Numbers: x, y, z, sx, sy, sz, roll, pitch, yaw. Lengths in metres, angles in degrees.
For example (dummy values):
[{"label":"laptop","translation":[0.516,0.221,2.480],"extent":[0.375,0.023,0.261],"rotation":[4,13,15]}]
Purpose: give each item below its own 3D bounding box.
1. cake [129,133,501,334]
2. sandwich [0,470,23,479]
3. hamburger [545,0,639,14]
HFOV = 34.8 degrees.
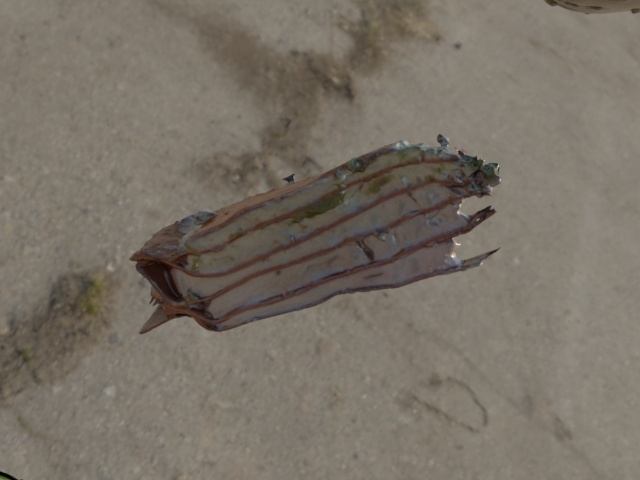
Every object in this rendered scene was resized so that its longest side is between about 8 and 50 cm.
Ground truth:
[{"label":"cake","translation":[-0.002,-0.007,0.738],"extent":[0.135,0.287,0.098],"rotation":[-34,109,-67]},{"label":"sandwich","translation":[-0.171,0.156,0.535],"extent":[0.101,0.026,0.069],"rotation":[34,34,-54]},{"label":"hamburger","translation":[0.241,-0.204,0.554],"extent":[0.259,0.283,0.145],"rotation":[-159,-126,-80]}]
